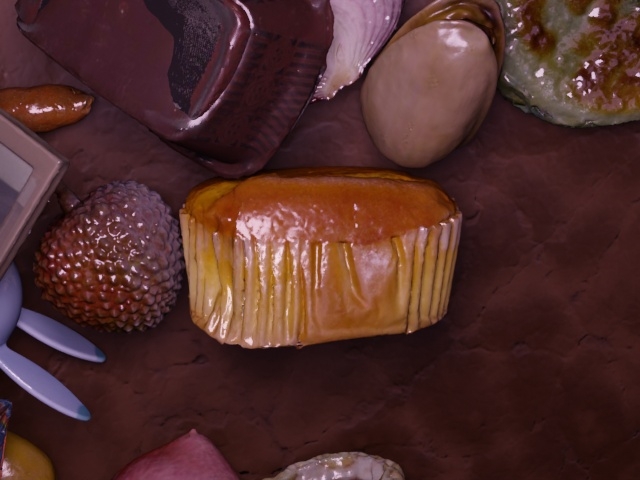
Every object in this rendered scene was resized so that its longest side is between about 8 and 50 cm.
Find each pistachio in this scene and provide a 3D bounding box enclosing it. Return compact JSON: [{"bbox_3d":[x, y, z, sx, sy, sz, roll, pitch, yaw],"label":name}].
[{"bbox_3d":[0.115,-0.163,1.252,0.131,0.130,0.206,15,137,-7],"label":"pistachio"}]

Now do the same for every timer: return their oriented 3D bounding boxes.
[{"bbox_3d":[-0.367,0.096,1.309,0.175,0.175,0.255,-30,117,5],"label":"timer"}]

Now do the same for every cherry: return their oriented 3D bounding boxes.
[{"bbox_3d":[-0.169,0.346,1.355,0.206,0.239,0.239,-26,113,-40],"label":"cherry"}]

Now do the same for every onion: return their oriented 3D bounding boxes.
[{"bbox_3d":[-0.014,-0.228,1.258,0.206,0.098,0.151,-31,110,7],"label":"onion"}]

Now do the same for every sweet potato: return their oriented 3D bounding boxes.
[{"bbox_3d":[-0.332,-0.131,1.292,0.194,0.056,0.056,-12,107,4],"label":"sweet potato"}]

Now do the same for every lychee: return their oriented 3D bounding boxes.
[{"bbox_3d":[-0.224,0.009,1.282,0.165,0.165,0.197,-35,104,6],"label":"lychee"}]

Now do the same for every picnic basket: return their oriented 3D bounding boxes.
[{"bbox_3d":[-0.149,-0.206,1.170,0.297,0.129,0.223,36,106,18],"label":"picnic basket"}]

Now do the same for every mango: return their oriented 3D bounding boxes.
[{"bbox_3d":[-0.390,0.268,1.390,0.194,0.092,0.130,9,112,3],"label":"mango"}]

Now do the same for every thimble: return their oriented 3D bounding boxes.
[{"bbox_3d":[0.014,0.335,1.414,0.190,0.137,0.144,-8,110,14],"label":"thimble"}]

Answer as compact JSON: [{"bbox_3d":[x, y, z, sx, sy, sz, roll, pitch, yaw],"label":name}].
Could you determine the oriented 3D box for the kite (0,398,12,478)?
[{"bbox_3d":[-0.398,0.207,1.323,0.189,0.009,0.232,-32,88,23],"label":"kite"}]

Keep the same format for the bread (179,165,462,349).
[{"bbox_3d":[0.000,0.000,1.265,0.288,0.204,0.156,-3,109,-13],"label":"bread"}]

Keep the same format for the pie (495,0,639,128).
[{"bbox_3d":[0.283,-0.260,1.287,0.302,0.067,0.303,-1,108,-3],"label":"pie"}]

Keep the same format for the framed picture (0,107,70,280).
[{"bbox_3d":[-0.490,-0.069,1.213,0.446,0.028,0.326,36,102,13],"label":"framed picture"}]
